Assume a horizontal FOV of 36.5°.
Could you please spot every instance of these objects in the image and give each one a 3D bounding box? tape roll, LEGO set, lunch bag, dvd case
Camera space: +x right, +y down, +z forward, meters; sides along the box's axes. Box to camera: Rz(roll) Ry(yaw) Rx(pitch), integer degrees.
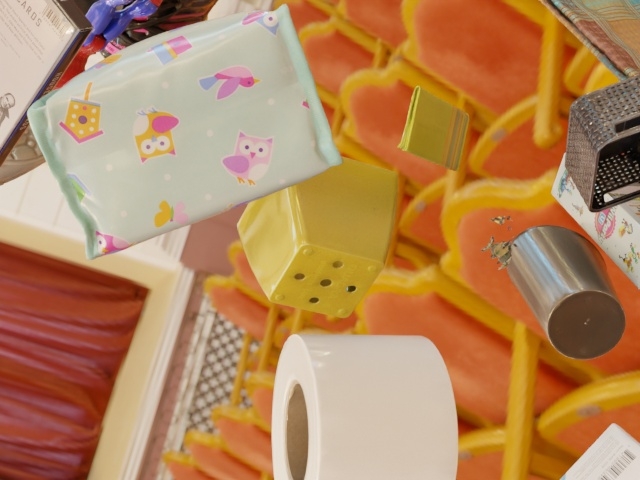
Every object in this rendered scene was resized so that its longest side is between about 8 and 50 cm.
[{"bbox_3d":[0.047,0.237,1.193,0.246,0.169,0.246,-179,90,-75],"label":"tape roll"},{"bbox_3d":[0.266,0.005,1.416,0.054,0.023,0.083,12,77,37],"label":"LEGO set"},{"bbox_3d":[-0.114,-0.101,0.848,0.262,0.223,0.160,-125,14,-77],"label":"lunch bag"},{"bbox_3d":[-0.352,-0.210,1.020,0.238,0.179,0.029,-42,-5,36],"label":"dvd case"}]

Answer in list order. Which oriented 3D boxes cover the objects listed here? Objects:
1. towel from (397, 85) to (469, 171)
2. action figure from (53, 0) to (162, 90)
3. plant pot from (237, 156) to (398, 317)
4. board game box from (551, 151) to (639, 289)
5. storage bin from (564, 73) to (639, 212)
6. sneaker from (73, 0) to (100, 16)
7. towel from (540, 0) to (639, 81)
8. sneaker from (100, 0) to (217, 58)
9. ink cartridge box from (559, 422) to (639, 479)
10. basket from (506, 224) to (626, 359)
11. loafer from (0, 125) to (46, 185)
[{"bbox_3d":[0.184,-0.175,1.551,0.237,0.021,0.102,8,-87,-63],"label":"towel"},{"bbox_3d":[-0.322,-0.306,1.328,0.280,0.091,0.139,-46,63,12],"label":"action figure"},{"bbox_3d":[0.000,0.000,1.568,0.187,0.212,0.212,-96,29,-44],"label":"plant pot"},{"bbox_3d":[0.575,-0.038,1.687,0.303,0.224,0.097,-118,35,-53],"label":"board game box"},{"bbox_3d":[0.408,-0.130,1.319,0.180,0.122,0.084,70,180,-59],"label":"storage bin"},{"bbox_3d":[-0.344,-0.469,1.817,0.341,0.125,0.139,-33,-11,-49],"label":"sneaker"},{"bbox_3d":[0.558,-0.367,1.683,0.271,0.370,0.040,51,133,22],"label":"towel"},{"bbox_3d":[-0.259,-0.364,1.524,0.202,0.185,0.483,-63,2,-16],"label":"sneaker"},{"bbox_3d":[0.412,0.397,1.186,0.198,0.197,0.270,-47,12,2],"label":"ink cartridge box"},{"bbox_3d":[0.428,0.095,1.657,0.154,0.204,0.227,-50,14,18],"label":"basket"},{"bbox_3d":[-0.546,-0.124,1.509,0.112,0.319,0.111,61,143,13],"label":"loafer"}]
